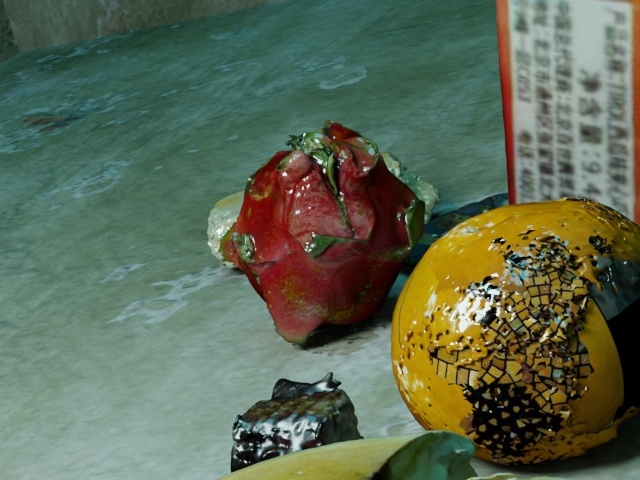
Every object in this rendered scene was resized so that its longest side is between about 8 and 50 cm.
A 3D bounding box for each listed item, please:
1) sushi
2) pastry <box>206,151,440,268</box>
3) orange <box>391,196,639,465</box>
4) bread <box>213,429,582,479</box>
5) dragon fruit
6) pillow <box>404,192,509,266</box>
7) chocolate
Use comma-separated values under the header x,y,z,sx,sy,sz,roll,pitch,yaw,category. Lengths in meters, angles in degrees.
x,y,z,sx,sy,sz,roll,pitch,yaw,category
-0.013,0.158,1.398,0.084,0.094,0.098,-4,19,28,sushi
-0.001,-0.031,2.045,0.258,0.089,0.121,-14,28,13,pastry
0.160,0.066,1.424,0.234,0.182,0.234,-26,15,8,orange
0.009,0.226,1.032,0.333,0.160,0.333,-15,14,4,bread
-0.001,-0.022,1.797,0.198,0.200,0.269,-3,16,1,dragon fruit
0.203,-0.020,1.903,0.255,0.034,0.189,-21,17,-20,pillow
0.322,-0.141,1.682,0.341,0.360,0.161,-28,33,-37,chocolate
